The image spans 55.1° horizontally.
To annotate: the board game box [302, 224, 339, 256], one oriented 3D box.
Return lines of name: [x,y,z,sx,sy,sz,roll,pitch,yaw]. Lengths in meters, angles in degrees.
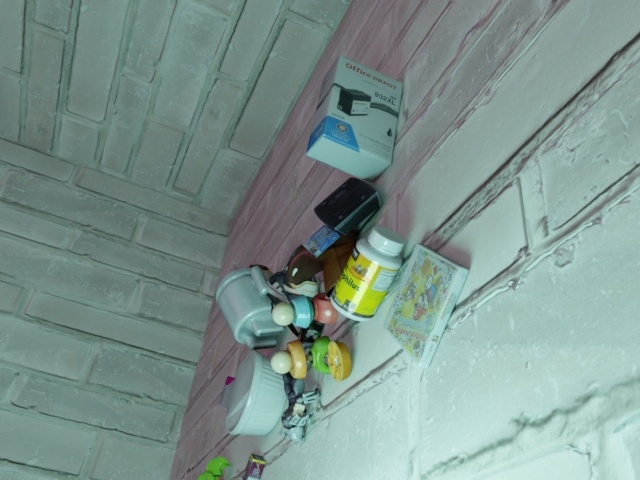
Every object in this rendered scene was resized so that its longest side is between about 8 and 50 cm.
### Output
board game box: [0.000,0.000,1.775,0.090,0.020,0.090,-42,27,-6]

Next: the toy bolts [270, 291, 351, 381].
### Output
toy bolts: [-0.037,0.252,1.546,0.218,0.159,0.228,-168,74,-70]

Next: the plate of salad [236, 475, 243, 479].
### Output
plate of salad: [-0.289,0.866,1.986,0.200,0.048,0.199,-161,90,-75]

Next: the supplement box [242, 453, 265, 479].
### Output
supplement box: [-0.207,0.713,1.901,0.055,0.043,0.083,-177,107,-73]

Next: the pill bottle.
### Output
pill bottle: [0.115,0.076,1.448,0.117,0.117,0.215,-106,38,-64]

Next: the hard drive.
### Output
hard drive: [0.078,-0.100,1.784,0.172,0.054,0.254,-41,20,-1]

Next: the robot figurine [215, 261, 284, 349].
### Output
robot figurine: [-0.262,0.239,2.248,0.353,0.200,0.300,55,128,39]

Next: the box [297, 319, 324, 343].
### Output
box: [-0.031,0.278,1.820,0.062,0.052,0.083,163,127,-71]

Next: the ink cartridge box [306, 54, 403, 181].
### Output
ink cartridge box: [0.106,-0.361,1.811,0.129,0.223,0.307,137,149,-57]

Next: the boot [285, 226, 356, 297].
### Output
boot: [0.015,0.089,1.750,0.264,0.096,0.280,-35,27,9]

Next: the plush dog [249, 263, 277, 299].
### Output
plush dog: [-0.252,0.222,2.480,0.225,0.211,0.262,-48,52,21]

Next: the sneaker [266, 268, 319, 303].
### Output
sneaker: [-0.083,0.148,2.024,0.321,0.126,0.127,31,106,63]

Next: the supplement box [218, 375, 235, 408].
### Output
supplement box: [-0.281,0.561,2.208,0.220,0.114,0.111,154,135,-70]

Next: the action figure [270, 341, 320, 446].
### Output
action figure: [-0.066,0.425,1.691,0.185,0.099,0.285,-46,40,42]

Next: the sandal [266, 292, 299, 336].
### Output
sandal: [-0.127,0.248,1.974,0.040,0.179,0.067,-35,17,-11]

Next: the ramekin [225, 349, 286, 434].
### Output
ramekin: [-0.202,0.503,1.985,0.273,0.127,0.272,-160,90,-74]

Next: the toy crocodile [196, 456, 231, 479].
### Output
toy crocodile: [-0.367,0.911,2.114,0.340,0.105,0.115,-97,-11,-56]

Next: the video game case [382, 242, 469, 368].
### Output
video game case: [0.207,0.124,1.254,0.227,0.026,0.206,-137,68,-73]
